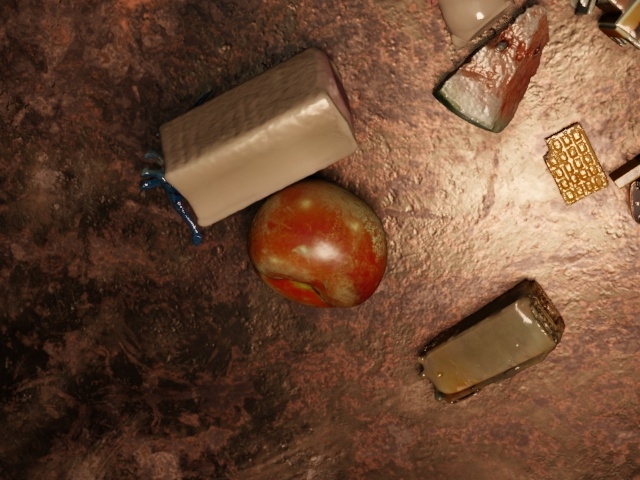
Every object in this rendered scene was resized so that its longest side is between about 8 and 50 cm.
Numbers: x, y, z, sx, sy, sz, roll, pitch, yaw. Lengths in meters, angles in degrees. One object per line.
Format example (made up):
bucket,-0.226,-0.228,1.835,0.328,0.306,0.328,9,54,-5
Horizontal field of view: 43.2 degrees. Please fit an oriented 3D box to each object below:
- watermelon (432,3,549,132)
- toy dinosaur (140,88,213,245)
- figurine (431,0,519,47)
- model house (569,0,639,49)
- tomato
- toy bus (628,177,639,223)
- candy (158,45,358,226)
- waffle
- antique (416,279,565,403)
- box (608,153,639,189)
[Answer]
watermelon,0.332,-0.318,1.474,0.154,0.094,0.241,34,104,-4
toy dinosaur,-0.302,-0.152,1.648,0.144,0.076,0.329,8,106,3
figurine,0.235,-0.481,1.433,0.155,0.127,0.236,-38,89,35
model house,0.496,-0.454,1.334,0.215,0.224,0.198,39,109,-2
tomato,0.000,0.000,1.524,0.270,0.270,0.223,16,71,9
toy bus,0.651,-0.086,1.445,0.194,0.088,0.083,-8,105,12
candy,-0.115,-0.196,1.490,0.358,0.208,0.145,-25,130,9
waffle,0.470,-0.142,1.506,0.092,0.021,0.135,-28,95,17
antique,0.320,0.207,1.568,0.284,0.150,0.125,-36,89,25
box,0.592,-0.149,1.443,0.155,0.087,0.023,-36,90,17
